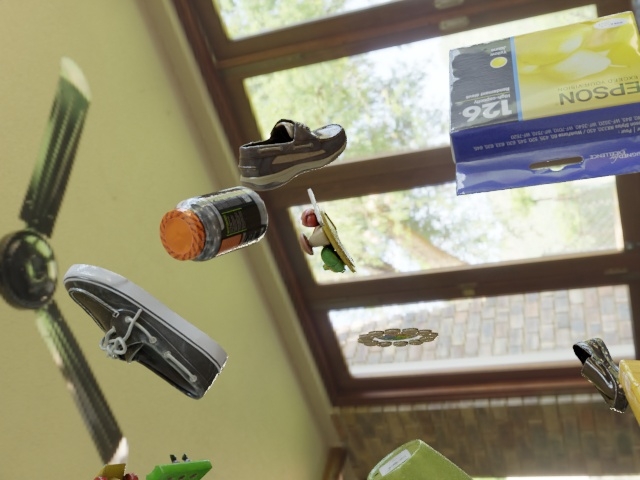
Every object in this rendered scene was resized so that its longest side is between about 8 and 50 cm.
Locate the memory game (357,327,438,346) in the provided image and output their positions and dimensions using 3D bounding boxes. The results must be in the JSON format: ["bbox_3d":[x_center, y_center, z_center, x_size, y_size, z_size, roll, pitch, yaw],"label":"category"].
[{"bbox_3d":[0.175,0.222,1.761,0.186,0.186,0.012,39,-133,-62],"label":"memory game"}]

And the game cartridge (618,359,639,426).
[{"bbox_3d":[0.582,0.234,1.070,0.324,0.285,0.052,-38,-51,-74],"label":"game cartridge"}]

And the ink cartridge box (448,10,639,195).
[{"bbox_3d":[0.353,-0.218,1.212,0.072,0.304,0.307,67,-158,-43],"label":"ink cartridge box"}]

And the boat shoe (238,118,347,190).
[{"bbox_3d":[-0.062,-0.241,1.964,0.355,0.132,0.130,-33,-58,-40],"label":"boat shoe"}]

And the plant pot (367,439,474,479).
[{"bbox_3d":[0.236,0.563,1.573,0.293,0.275,0.275,55,-158,2],"label":"plant pot"}]

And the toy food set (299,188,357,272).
[{"bbox_3d":[0.000,0.000,1.592,0.218,0.071,0.128,54,-169,-47],"label":"toy food set"}]

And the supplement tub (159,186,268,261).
[{"bbox_3d":[-0.193,-0.028,1.409,0.190,0.117,0.117,-20,-77,-55],"label":"supplement tub"}]

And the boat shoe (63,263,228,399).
[{"bbox_3d":[-0.307,0.156,1.282,0.306,0.113,0.105,36,-127,-5],"label":"boat shoe"}]

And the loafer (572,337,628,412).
[{"bbox_3d":[0.634,0.308,1.773,0.220,0.078,0.080,-100,13,-60],"label":"loafer"}]

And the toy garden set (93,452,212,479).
[{"bbox_3d":[-0.327,0.427,1.265,0.204,0.244,0.049,12,-143,-51],"label":"toy garden set"}]
